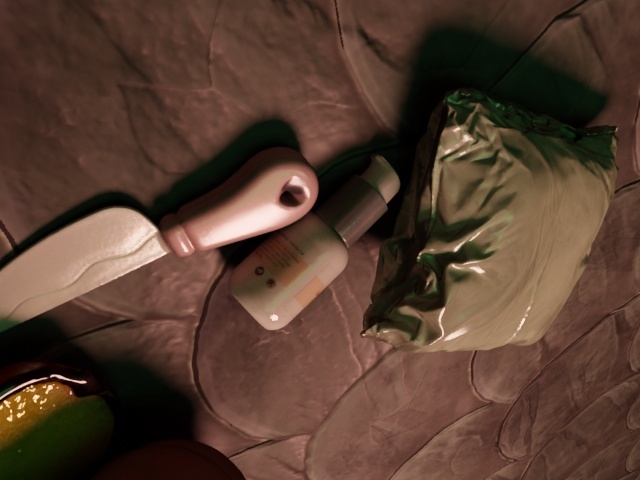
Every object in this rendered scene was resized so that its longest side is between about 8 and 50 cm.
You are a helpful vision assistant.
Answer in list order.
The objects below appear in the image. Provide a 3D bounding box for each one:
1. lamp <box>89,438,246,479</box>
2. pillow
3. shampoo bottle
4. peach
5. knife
[{"bbox_3d":[-0.182,0.359,0.616,0.305,0.239,0.305,-47,172,-9],"label":"lamp"},{"bbox_3d":[0.189,-0.013,0.647,0.309,0.138,0.284,6,111,-40],"label":"pillow"},{"bbox_3d":[0.000,0.000,0.583,0.192,0.074,0.074,-43,137,-8],"label":"shampoo bottle"},{"bbox_3d":[-0.300,0.208,0.575,0.189,0.068,0.279,17,113,-51],"label":"peach"},{"bbox_3d":[-0.158,0.003,0.513,0.335,0.043,0.081,-24,129,-10],"label":"knife"}]
